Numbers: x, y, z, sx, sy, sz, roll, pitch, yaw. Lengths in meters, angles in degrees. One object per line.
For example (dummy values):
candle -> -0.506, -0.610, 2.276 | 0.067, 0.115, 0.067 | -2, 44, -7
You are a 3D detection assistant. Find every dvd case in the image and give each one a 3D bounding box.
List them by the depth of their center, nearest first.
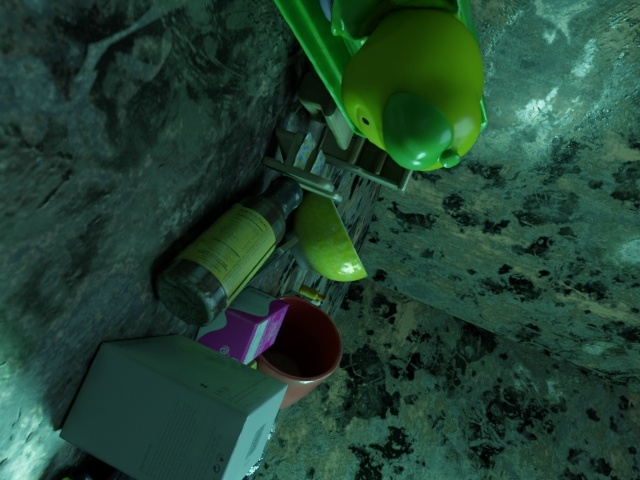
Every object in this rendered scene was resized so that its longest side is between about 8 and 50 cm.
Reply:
dvd case -> -0.124, 0.060, 0.867 | 0.164, 0.018, 0.221 | -41, -178, 8

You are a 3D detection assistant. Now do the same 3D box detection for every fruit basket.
fruit basket -> 0.096, -0.248, 0.580 | 0.392, 0.283, 0.391 | -13, 106, -55

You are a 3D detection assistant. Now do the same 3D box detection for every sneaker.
sneaker -> -0.300, 0.352, 0.661 | 0.235, 0.084, 0.097 | -1, 104, -69

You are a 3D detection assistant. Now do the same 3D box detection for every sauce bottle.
sauce bottle -> -0.132, -0.004, 0.724 | 0.344, 0.111, 0.111 | -54, 163, -49

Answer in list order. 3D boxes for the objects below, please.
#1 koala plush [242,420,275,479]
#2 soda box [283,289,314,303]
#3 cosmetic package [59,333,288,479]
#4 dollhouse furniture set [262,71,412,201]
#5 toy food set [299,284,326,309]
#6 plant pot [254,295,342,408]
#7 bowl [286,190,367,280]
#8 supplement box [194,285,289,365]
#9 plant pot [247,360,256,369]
koala plush -> -0.214, 0.410, 0.860 | 0.203, 0.221, 0.196 | 54, 59, -77
soda box -> -0.122, 0.324, 1.459 | 0.098, 0.091, 0.286 | -12, 123, -75
cosmetic package -> -0.194, 0.248, 0.625 | 0.224, 0.225, 0.138 | 50, 60, -78
dollhouse furniture set -> 0.103, -0.257, 0.955 | 0.394, 0.257, 0.362 | 19, 93, -79
toy food set -> -0.053, 0.291, 1.684 | 0.111, 0.105, 0.232 | -30, 141, -72
plant pot -> -0.103, 0.340, 1.213 | 0.275, 0.275, 0.243 | -53, 171, -51
bowl -> 0.000, 0.000, 1.148 | 0.156, 0.289, 0.289 | -26, 169, 4
supplement box -> -0.167, 0.185, 0.926 | 0.113, 0.111, 0.220 | -68, 168, 5
plant pot -> -0.220, 0.331, 1.061 | 0.083, 0.081, 0.081 | -43, 156, -35
